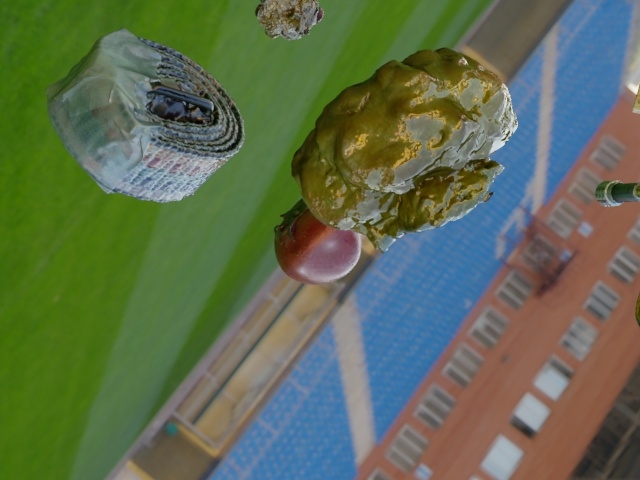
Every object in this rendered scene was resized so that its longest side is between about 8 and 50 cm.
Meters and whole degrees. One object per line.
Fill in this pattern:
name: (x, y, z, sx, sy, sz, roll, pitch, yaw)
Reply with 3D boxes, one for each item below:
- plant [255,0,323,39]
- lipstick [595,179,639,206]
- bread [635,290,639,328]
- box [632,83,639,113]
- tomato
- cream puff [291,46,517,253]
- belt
plant: (-0.050, -0.413, 2.055, 0.116, 0.105, 0.122, -9, -162, 20)
lipstick: (0.407, -0.065, 1.531, 0.037, 0.037, 0.116, -52, -169, -10)
bread: (0.628, 0.102, 1.899, 0.195, 0.143, 0.270, -18, -152, 47)
box: (0.642, -0.260, 2.184, 0.015, 0.093, 0.058, 65, 41, -69)
tomato: (0.000, 0.000, 1.981, 0.167, 0.167, 0.167, -52, 179, -2)
cream puff: (0.111, -0.095, 1.364, 0.281, 0.185, 0.282, -30, 164, -10)
belt: (-0.234, -0.165, 1.554, 0.257, 0.207, 0.150, 14, 135, -43)
